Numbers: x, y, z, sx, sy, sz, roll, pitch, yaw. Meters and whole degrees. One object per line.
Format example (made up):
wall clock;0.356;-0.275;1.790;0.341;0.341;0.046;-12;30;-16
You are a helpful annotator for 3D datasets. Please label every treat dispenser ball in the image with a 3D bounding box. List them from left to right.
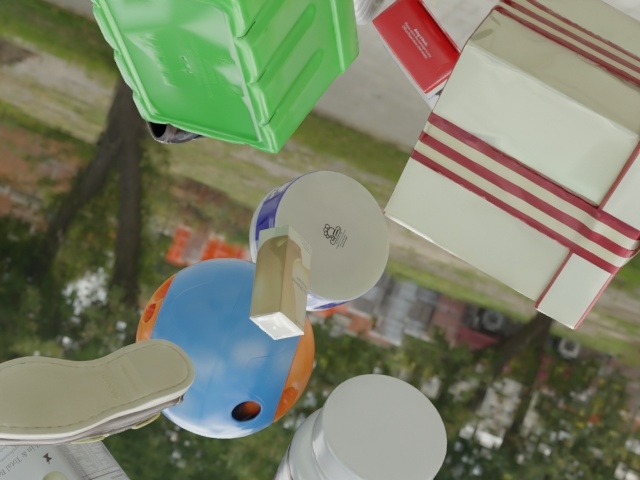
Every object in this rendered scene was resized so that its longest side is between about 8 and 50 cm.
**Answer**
treat dispenser ball;-0.153;0.172;1.880;0.288;0.288;0.288;21;177;1

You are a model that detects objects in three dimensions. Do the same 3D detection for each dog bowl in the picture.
dog bowl;0.000;0.000;2.283;0.264;0.265;0.104;22;157;-25

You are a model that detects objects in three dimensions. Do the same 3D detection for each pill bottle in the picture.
pill bottle;0.040;0.386;1.798;0.224;0.224;0.392;21;138;-3

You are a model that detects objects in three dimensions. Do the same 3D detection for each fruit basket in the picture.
fruit basket;-0.061;-0.321;1.212;0.282;0.392;0.392;15;176;12

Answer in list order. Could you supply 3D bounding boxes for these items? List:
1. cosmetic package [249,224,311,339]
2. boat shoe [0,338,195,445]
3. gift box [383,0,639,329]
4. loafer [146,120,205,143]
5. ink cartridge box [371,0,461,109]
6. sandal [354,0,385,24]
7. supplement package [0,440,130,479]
cosmetic package;-0.044;0.047;1.316;0.041;0.115;0.060;-12;146;25
boat shoe;-0.311;0.204;1.468;0.324;0.097;0.117;-10;-122;-43
gift box;0.243;-0.083;1.173;0.258;0.255;0.276;29;135;8
loafer;-0.227;-0.275;1.573;0.109;0.303;0.095;-15;-172;39
ink cartridge box;0.149;-0.282;1.726;0.134;0.078;0.231;54;-174;8
sandal;0.048;-0.428;1.587;0.102;0.169;0.416;31;174;11
supplement package;-0.404;0.406;1.749;0.263;0.199;0.198;51;-178;9
